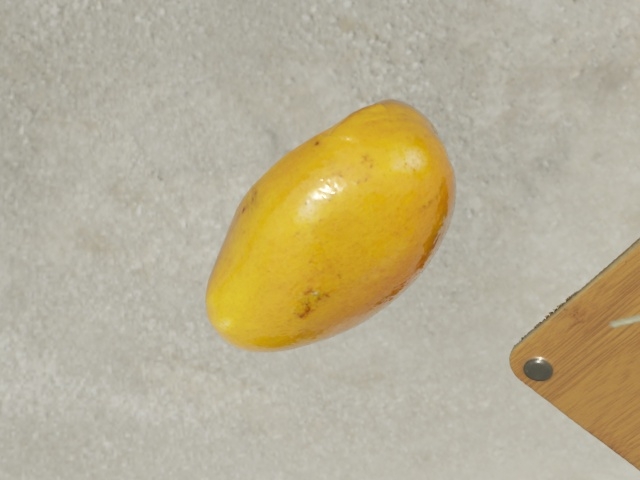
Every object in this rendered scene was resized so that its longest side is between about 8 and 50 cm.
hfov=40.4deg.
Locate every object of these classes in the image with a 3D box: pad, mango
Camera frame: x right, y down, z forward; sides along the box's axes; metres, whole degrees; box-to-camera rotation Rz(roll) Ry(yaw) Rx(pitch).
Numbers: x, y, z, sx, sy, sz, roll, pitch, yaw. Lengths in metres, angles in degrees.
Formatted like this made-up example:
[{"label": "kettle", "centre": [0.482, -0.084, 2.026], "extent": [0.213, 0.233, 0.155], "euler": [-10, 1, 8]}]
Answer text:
[{"label": "pad", "centre": [0.337, 0.097, 0.669], "extent": [0.284, 0.018, 0.286], "euler": [37, 125, -5]}, {"label": "mango", "centre": [0.003, 0.005, 0.588], "extent": [0.217, 0.102, 0.141], "euler": [-43, 158, 24]}]
